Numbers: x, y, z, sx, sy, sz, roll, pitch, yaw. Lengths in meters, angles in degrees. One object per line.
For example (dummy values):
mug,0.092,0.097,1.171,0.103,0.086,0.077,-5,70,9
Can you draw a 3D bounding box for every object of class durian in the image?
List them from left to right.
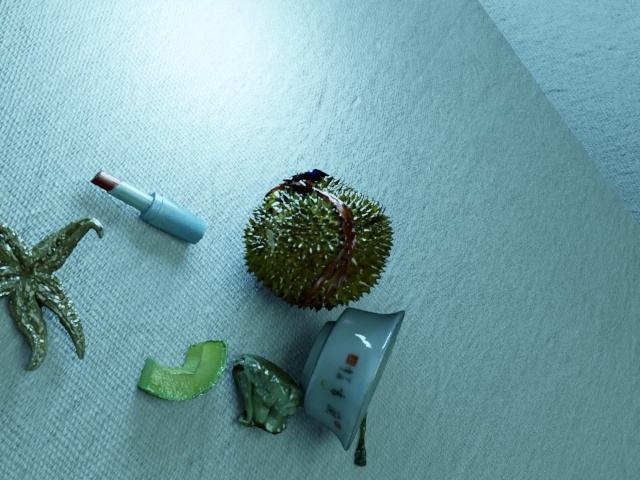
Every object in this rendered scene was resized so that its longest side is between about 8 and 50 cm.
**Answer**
durian,-0.003,-0.002,1.981,0.384,0.347,0.347,-24,94,-30

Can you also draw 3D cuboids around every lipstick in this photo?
lipstick,-0.373,-0.077,1.846,0.274,0.061,0.068,31,62,-31

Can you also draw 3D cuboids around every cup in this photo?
cup,0.059,0.292,1.969,0.163,0.347,0.347,23,56,10

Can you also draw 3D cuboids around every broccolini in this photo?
broccolini,0.110,0.498,2.135,0.035,0.030,0.140,32,55,-40

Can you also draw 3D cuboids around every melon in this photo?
melon,-0.294,0.281,1.821,0.209,0.064,0.118,-4,82,-39

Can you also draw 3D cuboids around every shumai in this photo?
shumai,-0.136,0.350,1.920,0.184,0.184,0.142,33,89,-30

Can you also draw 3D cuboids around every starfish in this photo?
starfish,-0.555,0.068,1.629,0.375,0.094,0.327,49,62,-28

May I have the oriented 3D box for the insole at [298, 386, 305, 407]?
insole,0.010,0.380,2.087,0.192,0.010,0.063,8,72,-38
